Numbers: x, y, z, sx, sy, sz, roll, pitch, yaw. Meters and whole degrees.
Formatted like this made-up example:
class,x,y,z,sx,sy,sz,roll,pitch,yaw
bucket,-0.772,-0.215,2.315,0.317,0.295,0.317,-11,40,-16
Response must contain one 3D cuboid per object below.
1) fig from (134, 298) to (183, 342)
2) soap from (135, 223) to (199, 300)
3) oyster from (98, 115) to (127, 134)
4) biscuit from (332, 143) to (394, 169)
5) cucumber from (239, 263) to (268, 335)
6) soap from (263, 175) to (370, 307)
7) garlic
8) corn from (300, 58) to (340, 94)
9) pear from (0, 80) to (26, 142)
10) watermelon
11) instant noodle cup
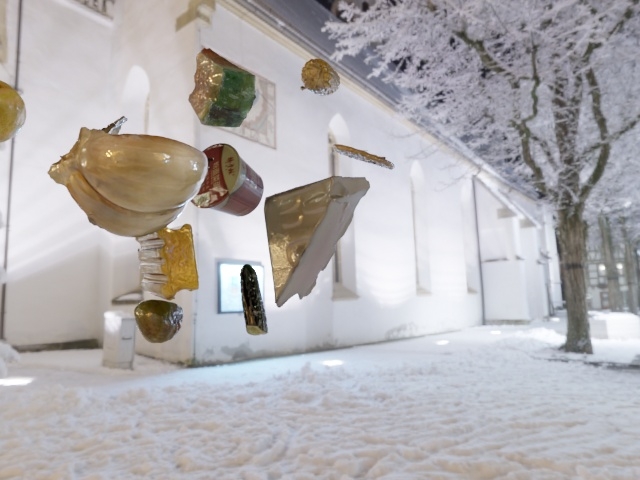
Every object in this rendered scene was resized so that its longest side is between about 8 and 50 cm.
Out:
class,x,y,z,sx,sy,sz,roll,pitch,yaw
fig,-0.555,0.266,1.506,0.165,0.154,0.144,41,-18,-6
soap,-0.464,0.058,1.312,0.096,0.205,0.324,-7,3,-33
oyster,-0.821,-0.354,1.672,0.100,0.276,0.271,12,1,3
biscuit,0.140,-0.272,1.424,0.219,0.033,0.220,19,8,-3
cucumber,-0.228,0.194,1.460,0.074,0.242,0.074,-12,-17,-4
soap,0.000,0.000,1.110,0.257,0.303,0.158,-12,-6,32
garlic,-0.391,-0.134,0.977,0.312,0.249,0.286,11,-54,-51
corn,0.008,-0.498,1.372,0.106,0.107,0.293,-4,12,13
pear,-0.863,-0.335,1.138,0.177,0.178,0.178,-2,-8,0
watermelon,-0.445,-0.634,1.868,0.301,0.264,0.151,36,34,10
instant noodle cup,-0.318,-0.194,1.523,0.234,0.235,0.178,-6,-18,28
